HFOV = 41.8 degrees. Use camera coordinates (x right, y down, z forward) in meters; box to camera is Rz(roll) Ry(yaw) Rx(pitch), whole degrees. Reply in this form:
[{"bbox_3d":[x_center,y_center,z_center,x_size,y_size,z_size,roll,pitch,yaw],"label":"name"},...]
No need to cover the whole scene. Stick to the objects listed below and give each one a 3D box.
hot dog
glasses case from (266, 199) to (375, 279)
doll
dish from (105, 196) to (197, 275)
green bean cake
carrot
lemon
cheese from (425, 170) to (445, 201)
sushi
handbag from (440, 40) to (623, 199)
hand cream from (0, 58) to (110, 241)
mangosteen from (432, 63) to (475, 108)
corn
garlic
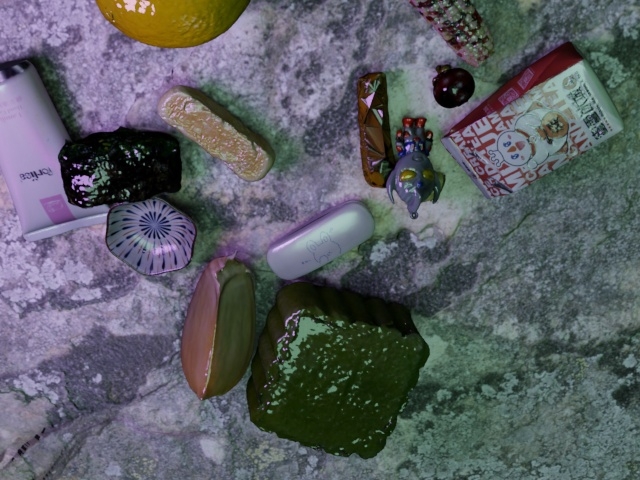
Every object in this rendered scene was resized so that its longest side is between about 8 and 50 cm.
[{"bbox_3d":[-0.193,-0.206,1.578,0.243,0.073,0.084,35,113,-17],"label":"hot dog"},{"bbox_3d":[0.000,0.000,1.692,0.234,0.059,0.092,-28,112,11],"label":"glasses case"},{"bbox_3d":[0.180,-0.137,1.603,0.104,0.062,0.194,-2,94,-39],"label":"doll"},{"bbox_3d":[-0.330,-0.023,1.664,0.191,0.066,0.190,2,123,3],"label":"dish"},{"bbox_3d":[0.031,0.260,1.750,0.335,0.218,0.319,19,107,-18],"label":"green bean cake"},{"bbox_3d":[0.105,-0.209,1.594,0.069,0.069,0.228,-6,116,2],"label":"carrot"},{"bbox_3d":[-0.238,-0.445,1.351,0.293,0.293,0.293,-1,116,-1],"label":"lemon"},{"bbox_3d":[0.205,-0.100,1.658,0.060,0.041,0.084,21,114,-12],"label":"cheese"},{"bbox_3d":[-0.368,-0.139,1.556,0.225,0.124,0.127,-10,114,-24],"label":"sushi"},{"bbox_3d":[0.383,-0.216,1.557,0.298,0.151,0.171,-31,109,21],"label":"handbag"},{"bbox_3d":[-0.535,-0.162,1.575,0.186,0.118,0.358,-16,122,-2],"label":"hand cream"},{"bbox_3d":[0.244,-0.284,1.548,0.081,0.081,0.080,-1,116,-1],"label":"mangosteen"},{"bbox_3d":[0.212,-0.426,1.474,0.092,0.092,0.280,-40,114,16],"label":"corn"},{"bbox_3d":[-0.188,0.148,1.690,0.151,0.196,0.338,12,107,-11],"label":"garlic"}]
